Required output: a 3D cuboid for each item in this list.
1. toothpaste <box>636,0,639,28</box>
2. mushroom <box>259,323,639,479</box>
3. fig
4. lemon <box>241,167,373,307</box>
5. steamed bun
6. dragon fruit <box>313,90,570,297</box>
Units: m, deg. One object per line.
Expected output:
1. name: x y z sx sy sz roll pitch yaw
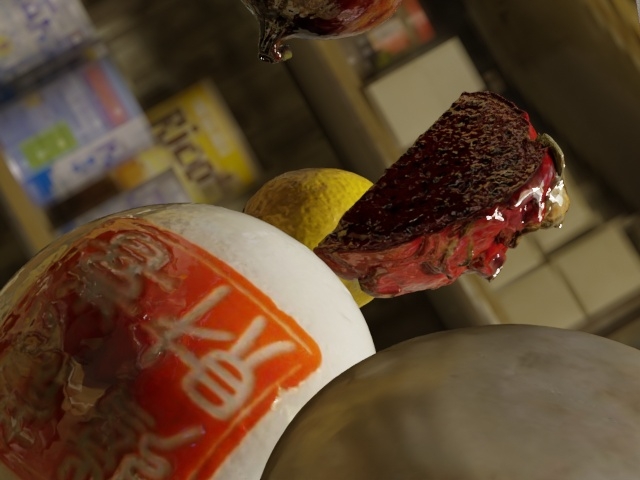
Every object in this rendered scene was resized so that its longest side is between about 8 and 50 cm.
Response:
1. toothpaste: 0.364 -0.292 2.073 0.040 0.047 0.196 45 38 -64
2. mushroom: 0.131 0.218 1.163 0.362 0.362 0.294 -126 -137 -58
3. fig: -0.009 -0.330 2.235 0.235 0.214 0.235 24 -30 15
4. lemon: 0.000 0.000 2.372 0.188 0.257 0.188 -2 -92 50
5. steamed bun: -0.138 0.134 1.547 0.374 0.374 0.241 58 -1 33
6. dragon fruit: 0.172 -0.017 2.093 0.205 0.317 0.152 7 -49 45
